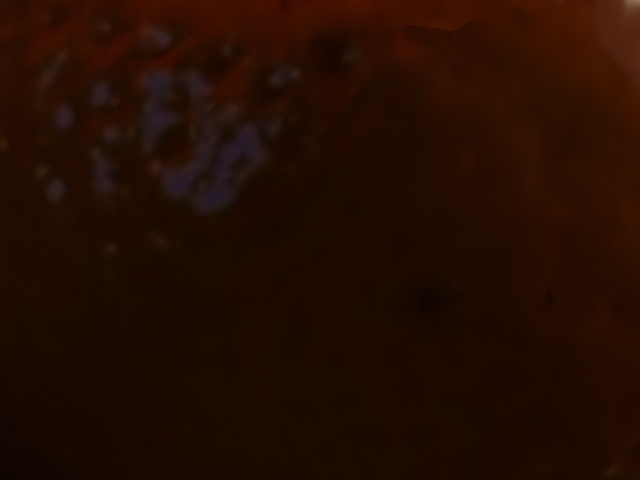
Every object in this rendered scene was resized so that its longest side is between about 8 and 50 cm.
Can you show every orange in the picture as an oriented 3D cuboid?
[{"bbox_3d":[0.000,0.000,0.518,0.424,0.326,0.424,45,-2,2],"label":"orange"}]
